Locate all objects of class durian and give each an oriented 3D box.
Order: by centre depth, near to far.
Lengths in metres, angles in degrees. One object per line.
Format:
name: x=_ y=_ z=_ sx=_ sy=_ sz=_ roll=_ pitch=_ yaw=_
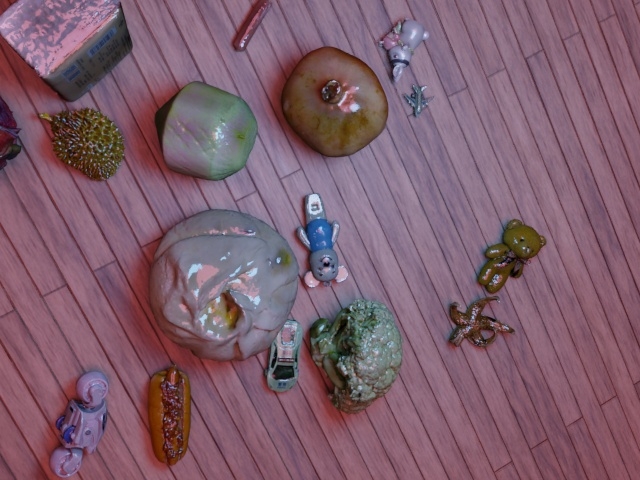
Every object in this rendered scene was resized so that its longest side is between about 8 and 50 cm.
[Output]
durian: x=-0.537 y=-0.232 z=1.460 sx=0.208 sy=0.102 sz=0.146 roll=35 pitch=91 yaw=-10

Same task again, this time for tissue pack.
tissue pack: x=-0.540 y=-0.446 z=1.337 sx=0.238 sy=0.305 sz=0.238 roll=-1 pitch=93 yaw=-12

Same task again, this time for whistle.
whistle: x=0.000 y=0.000 z=1.621 sx=0.114 sy=0.077 sz=0.235 roll=-10 pitch=94 yaw=-6

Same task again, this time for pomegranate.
pomegranate: x=0.033 y=-0.321 z=1.505 sx=0.229 sy=0.270 sz=0.252 roll=-37 pitch=95 yaw=0

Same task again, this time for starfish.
starfish: x=0.429 y=0.216 z=1.742 sx=0.190 sy=0.074 sz=0.146 roll=5 pitch=94 yaw=-14

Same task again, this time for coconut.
coconut: x=-0.269 y=-0.244 z=1.472 sx=0.236 sy=0.204 sz=0.236 roll=4 pitch=107 yaw=12

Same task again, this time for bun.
bun: x=-0.218 y=0.105 z=1.501 sx=0.365 sy=0.219 sz=0.365 roll=-1 pitch=94 yaw=-17

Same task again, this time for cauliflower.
cauliflower: x=0.075 y=0.274 z=1.595 sx=0.250 sy=0.272 sz=0.275 roll=19 pitch=73 yaw=16

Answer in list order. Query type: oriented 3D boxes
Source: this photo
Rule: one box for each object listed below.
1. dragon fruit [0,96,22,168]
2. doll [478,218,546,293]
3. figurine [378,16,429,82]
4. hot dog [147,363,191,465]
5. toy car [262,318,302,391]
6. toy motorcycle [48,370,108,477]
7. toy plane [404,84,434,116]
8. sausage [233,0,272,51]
dragon fruit: x=-0.787 y=-0.208 z=1.331 sx=0.291 sy=0.250 sz=0.269 roll=-34 pitch=96 yaw=6
doll: x=0.511 y=0.051 z=1.743 sx=0.137 sy=0.097 sz=0.209 roll=34 pitch=91 yaw=-20
figurine: x=0.197 y=-0.482 z=1.645 sx=0.098 sy=0.081 sz=0.146 roll=34 pitch=91 yaw=30
hot dog: x=-0.362 y=0.418 z=1.561 sx=0.102 sy=0.076 sz=0.249 roll=1 pitch=95 yaw=-11
toy car: x=-0.088 y=0.291 z=1.629 sx=0.093 sy=0.058 sz=0.186 roll=6 pitch=92 yaw=-16
toy motorcycle: x=-0.549 y=0.428 z=1.515 sx=0.112 sy=0.112 sz=0.254 roll=21 pitch=90 yaw=-14
toy plane: x=0.251 y=-0.360 z=1.677 sx=0.080 sy=0.033 sz=0.083 roll=2 pitch=101 yaw=-15
sausage: x=-0.165 y=-0.518 z=1.563 sx=0.030 sy=0.035 sz=0.147 roll=29 pitch=85 yaw=18
